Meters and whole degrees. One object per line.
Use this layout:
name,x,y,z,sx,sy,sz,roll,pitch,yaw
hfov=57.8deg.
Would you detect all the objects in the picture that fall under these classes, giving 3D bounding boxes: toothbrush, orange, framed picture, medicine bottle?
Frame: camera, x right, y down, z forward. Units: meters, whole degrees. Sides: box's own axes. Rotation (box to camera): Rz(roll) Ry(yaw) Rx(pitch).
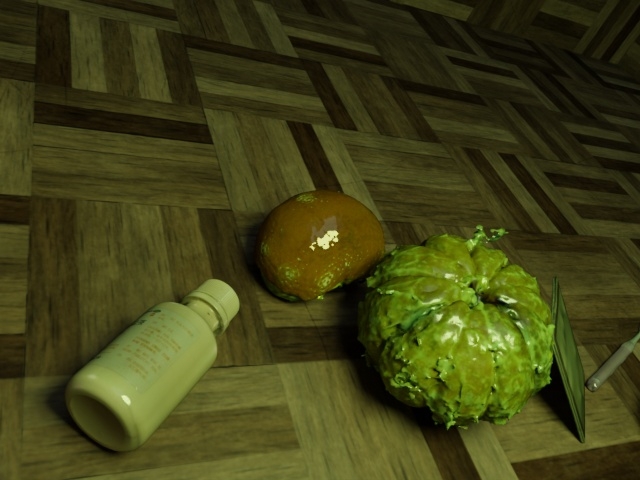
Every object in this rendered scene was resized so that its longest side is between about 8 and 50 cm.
toothbrush,0.622,0.222,1.183,0.354,0.029,0.024,-19,44,-42
orange,0.003,-0.005,0.983,0.237,0.158,0.179,-12,37,-37
orange,0.209,0.140,0.888,0.300,0.223,0.301,-16,53,-19
framed picture,0.423,0.201,0.988,0.231,0.010,0.173,66,32,-22
medicine bottle,-0.195,0.141,0.741,0.114,0.114,0.252,33,39,7
